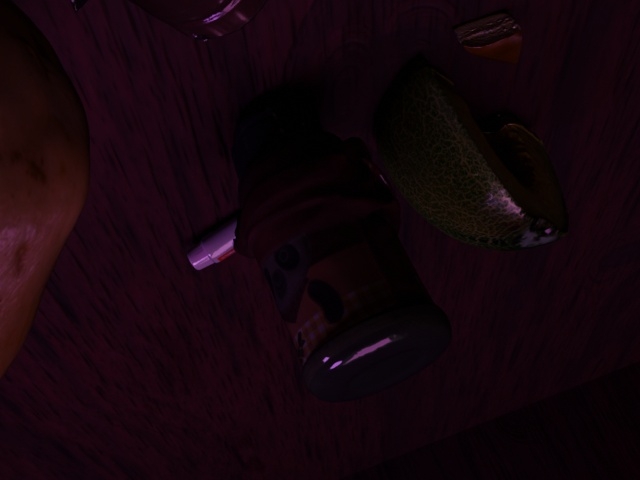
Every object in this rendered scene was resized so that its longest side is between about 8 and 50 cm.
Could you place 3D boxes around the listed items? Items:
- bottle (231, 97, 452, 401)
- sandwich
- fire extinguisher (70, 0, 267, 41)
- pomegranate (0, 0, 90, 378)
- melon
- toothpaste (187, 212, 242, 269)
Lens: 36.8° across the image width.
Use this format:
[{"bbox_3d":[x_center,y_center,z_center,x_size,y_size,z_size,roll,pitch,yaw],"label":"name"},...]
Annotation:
[{"bbox_3d":[0.000,0.000,0.845,0.156,0.271,0.143,-30,154,10],"label":"bottle"},{"bbox_3d":[0.166,-0.190,0.896,0.083,0.031,0.044,1,150,-44],"label":"sandwich"},{"bbox_3d":[-0.160,-0.206,0.515,0.141,0.105,0.341,-35,155,19],"label":"fire extinguisher"},{"bbox_3d":[-0.288,-0.033,0.480,0.333,0.332,0.332,-19,154,-10],"label":"pomegranate"},{"bbox_3d":[0.153,-0.053,0.988,0.129,0.169,0.265,-34,150,25],"label":"melon"},{"bbox_3d":[-0.047,-0.035,1.022,0.218,0.033,0.052,-32,157,7],"label":"toothpaste"}]
